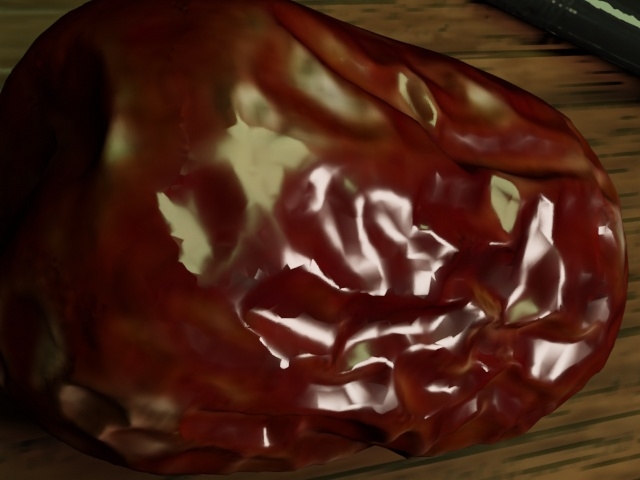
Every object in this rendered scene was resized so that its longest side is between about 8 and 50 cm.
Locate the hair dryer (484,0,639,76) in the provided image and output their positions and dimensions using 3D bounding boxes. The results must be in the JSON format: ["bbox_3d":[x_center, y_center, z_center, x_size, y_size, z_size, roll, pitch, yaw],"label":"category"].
[{"bbox_3d":[0.154,-0.072,0.697,0.255,0.070,0.128,21,60,-14],"label":"hair dryer"}]

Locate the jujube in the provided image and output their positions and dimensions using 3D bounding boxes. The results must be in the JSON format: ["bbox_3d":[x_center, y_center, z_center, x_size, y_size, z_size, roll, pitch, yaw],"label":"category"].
[{"bbox_3d":[0.000,0.000,0.508,0.230,0.155,0.155,4,66,-31],"label":"jujube"}]
